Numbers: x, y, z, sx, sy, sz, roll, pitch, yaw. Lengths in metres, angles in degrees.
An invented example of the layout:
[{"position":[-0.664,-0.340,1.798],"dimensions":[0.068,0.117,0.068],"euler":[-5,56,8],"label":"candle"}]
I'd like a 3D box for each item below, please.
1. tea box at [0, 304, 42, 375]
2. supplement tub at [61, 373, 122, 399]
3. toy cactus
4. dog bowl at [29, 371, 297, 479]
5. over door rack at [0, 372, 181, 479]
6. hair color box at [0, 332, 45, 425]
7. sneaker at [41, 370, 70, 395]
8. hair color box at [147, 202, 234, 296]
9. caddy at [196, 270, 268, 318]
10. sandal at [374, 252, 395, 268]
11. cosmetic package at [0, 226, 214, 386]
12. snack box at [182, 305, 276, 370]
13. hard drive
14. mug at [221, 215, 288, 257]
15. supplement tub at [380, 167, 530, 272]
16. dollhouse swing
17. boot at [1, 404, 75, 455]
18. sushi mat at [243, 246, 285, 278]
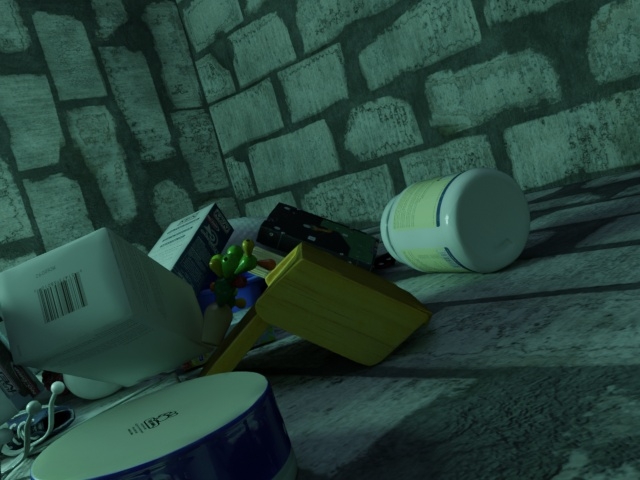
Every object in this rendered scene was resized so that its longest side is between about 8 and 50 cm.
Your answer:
[{"position":[-0.766,0.265,1.329],"dimensions":[0.323,0.220,0.329],"euler":[-32,4,7],"label":"tea box"},{"position":[-0.493,0.226,1.344],"dimensions":[0.144,0.144,0.200],"euler":[-19,35,-27],"label":"supplement tub"},{"position":[-0.159,0.098,1.105],"dimensions":[0.112,0.180,0.219],"euler":[19,-20,-13],"label":"toy cactus"},{"position":[-0.165,0.241,0.685],"dimensions":[0.265,0.104,0.265],"euler":[-16,5,1],"label":"dog bowl"},{"position":[-0.375,0.280,0.952],"dimensions":[0.324,0.108,0.239],"euler":[-17,5,-4],"label":"over door rack"},{"position":[-0.604,0.258,0.865],"dimensions":[0.374,0.185,0.113],"euler":[-36,6,-2],"label":"hair color box"},{"position":[-0.589,0.295,1.571],"dimensions":[0.121,0.112,0.299],"euler":[-32,16,8],"label":"sneaker"},{"position":[-0.367,0.053,1.653],"dimensions":[0.174,0.105,0.347],"euler":[-22,26,24],"label":"hair color box"},{"position":[-0.234,0.140,1.667],"dimensions":[0.341,0.179,0.241],"euler":[-13,5,39],"label":"caddy"},{"position":[0.194,0.067,1.932],"dimensions":[0.067,0.040,0.179],"euler":[-13,-13,-38],"label":"sandal"},{"position":[-0.344,0.134,1.074],"dimensions":[0.197,0.155,0.365],"euler":[-23,-19,0],"label":"cosmetic package"},{"position":[-0.219,0.213,1.415],"dimensions":[0.207,0.070,0.174],"euler":[-16,4,-15],"label":"snack box"},{"position":[0.000,0.000,1.866],"dimensions":[0.339,0.064,0.237],"euler":[19,23,2],"label":"hard drive"},{"position":[-0.240,0.082,2.040],"dimensions":[0.328,0.276,0.374],"euler":[-15,-25,-23],"label":"mug"},{"position":[0.310,-0.039,1.515],"dimensions":[0.235,0.235,0.325],"euler":[-19,5,-24],"label":"supplement tub"},{"position":[-0.021,0.183,1.149],"dimensions":[0.315,0.305,0.347],"euler":[25,2,-4],"label":"dollhouse swing"},{"position":[-0.528,0.331,1.095],"dimensions":[0.086,0.069,0.190],"euler":[-17,2,35],"label":"boot"},{"position":[-0.047,0.088,1.536],"dimensions":[0.316,0.019,0.151],"euler":[19,19,13],"label":"sushi mat"}]
